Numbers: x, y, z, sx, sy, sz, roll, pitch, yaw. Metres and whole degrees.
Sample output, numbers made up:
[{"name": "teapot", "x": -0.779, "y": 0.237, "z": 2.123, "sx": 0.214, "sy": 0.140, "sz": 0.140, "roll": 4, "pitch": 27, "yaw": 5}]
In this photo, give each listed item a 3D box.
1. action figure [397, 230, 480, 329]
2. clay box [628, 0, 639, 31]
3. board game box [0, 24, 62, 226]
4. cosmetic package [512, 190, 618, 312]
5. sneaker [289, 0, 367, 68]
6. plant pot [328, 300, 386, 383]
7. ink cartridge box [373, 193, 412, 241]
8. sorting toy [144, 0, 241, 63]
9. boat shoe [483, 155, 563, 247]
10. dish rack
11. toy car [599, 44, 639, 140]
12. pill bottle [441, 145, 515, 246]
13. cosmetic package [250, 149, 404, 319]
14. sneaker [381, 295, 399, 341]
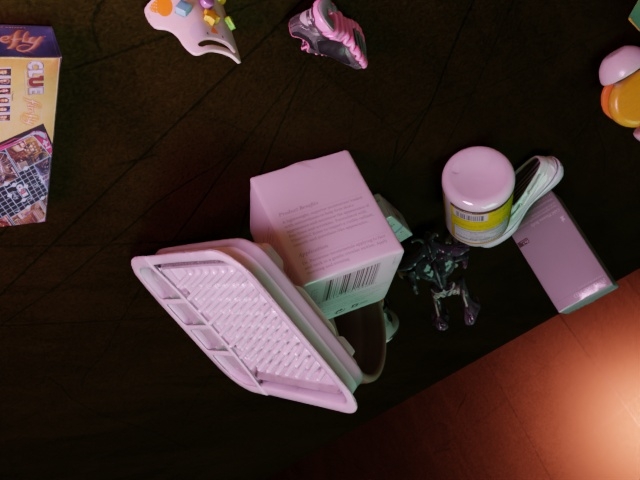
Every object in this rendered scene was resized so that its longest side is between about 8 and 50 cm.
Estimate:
[{"name": "action figure", "x": 0.238, "y": 0.059, "z": 1.346, "sx": 0.164, "sy": 0.141, "sz": 0.275, "roll": -20, "pitch": 130, "yaw": 8}, {"name": "clay box", "x": 0.549, "y": -0.362, "z": 0.898, "sx": 0.222, "sy": 0.053, "sz": 0.127, "roll": -19, "pitch": 153, "yaw": -13}, {"name": "board game box", "x": -0.338, "y": -0.093, "z": 0.614, "sx": 0.165, "sy": 0.042, "sz": 0.243, "roll": -9, "pitch": 150, "yaw": -32}, {"name": "cosmetic package", "x": 0.507, "y": 0.027, "z": 1.399, "sx": 0.127, "sy": 0.238, "sz": 0.107, "roll": -37, "pitch": 153, "yaw": 22}, {"name": "sneaker", "x": 0.009, "y": -0.215, "z": 0.708, "sx": 0.057, "sy": 0.047, "sz": 0.119, "roll": -16, "pitch": 160, "yaw": 28}, {"name": "plant pot", "x": -0.036, "y": 0.134, "z": 1.147, "sx": 0.229, "sy": 0.263, "sz": 0.263, "roll": -15, "pitch": 160, "yaw": 23}, {"name": "ink cartridge box", "x": 0.094, "y": -0.023, "z": 1.140, "sx": 0.089, "sy": 0.052, "sz": 0.122, "roll": -32, "pitch": 153, "yaw": 15}, {"name": "sorting toy", "x": -0.104, "y": -0.191, "z": 0.599, "sx": 0.083, "sy": 0.075, "sz": 0.045, "roll": -1, "pitch": 146, "yaw": -42}, {"name": "boat shoe", "x": 0.358, "y": -0.080, "z": 1.263, "sx": 0.076, "sy": 0.083, "sz": 0.226, "roll": 13, "pitch": 125, "yaw": -37}, {"name": "dish rack", "x": -0.098, "y": 0.104, "z": 0.903, "sx": 0.072, "sy": 0.285, "sz": 0.333, "roll": -48, "pitch": -157, "yaw": -28}, {"name": "toy car", "x": 0.525, "y": -0.248, "z": 1.023, "sx": 0.182, "sy": 0.159, "sz": 0.136, "roll": -33, "pitch": -171, "yaw": 14}, {"name": "pill bottle", "x": 0.273, "y": -0.065, "z": 1.145, "sx": 0.117, "sy": 0.117, "sz": 0.215, "roll": -26, "pitch": 156, "yaw": 1}, {"name": "cosmetic package", "x": 0.000, "y": 0.000, "z": 0.940, "sx": 0.151, "sy": 0.183, "sz": 0.151, "roll": -18, "pitch": 153, "yaw": -16}, {"name": "sneaker", "x": 0.122, "y": 0.168, "z": 1.490, "sx": 0.108, "sy": 0.100, "sz": 0.271, "roll": -40, "pitch": 152, "yaw": 17}]
